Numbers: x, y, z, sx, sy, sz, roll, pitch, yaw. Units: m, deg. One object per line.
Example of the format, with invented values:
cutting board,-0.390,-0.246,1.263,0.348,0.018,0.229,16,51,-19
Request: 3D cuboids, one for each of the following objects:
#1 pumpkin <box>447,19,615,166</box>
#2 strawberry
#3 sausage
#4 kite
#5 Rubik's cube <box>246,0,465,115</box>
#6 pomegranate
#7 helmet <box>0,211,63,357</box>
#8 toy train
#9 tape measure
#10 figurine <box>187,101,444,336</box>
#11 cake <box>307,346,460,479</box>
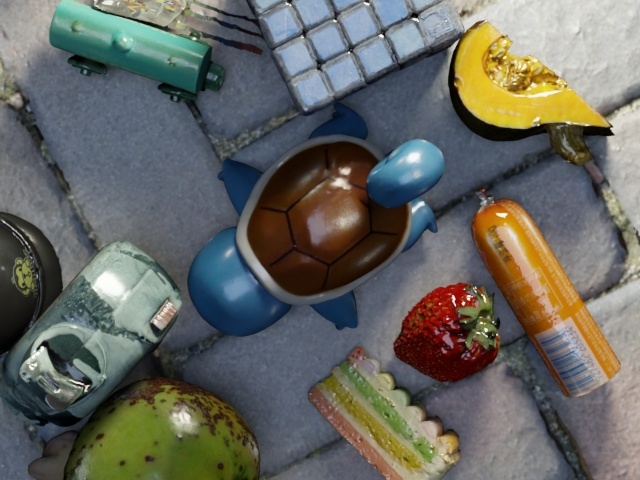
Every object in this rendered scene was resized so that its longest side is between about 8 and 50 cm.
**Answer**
pumpkin,0.272,-0.176,1.653,0.248,0.131,0.126,37,88,3
strawberry,0.180,0.131,1.700,0.131,0.131,0.148,46,139,-3
sausage,0.297,0.063,1.694,0.093,0.093,0.312,-32,94,5
kite,-0.189,-0.314,1.669,0.245,0.141,0.015,19,130,-8
Rubik's cube,0.034,-0.313,1.591,0.237,0.238,0.237,-27,96,5
pomegranate,-0.255,0.321,1.684,0.340,0.285,0.285,6,97,32
helmet,-0.505,0.071,1.687,0.278,0.160,0.231,-13,92,-3
toy train,-0.253,-0.257,1.651,0.248,0.159,0.101,18,92,1
tape measure,-0.307,0.134,1.637,0.147,0.256,0.275,43,59,-8
figurine,0.015,-0.021,1.655,0.416,0.243,0.298,-34,104,26
cake,0.094,0.262,1.726,0.225,0.090,0.109,42,100,-1
